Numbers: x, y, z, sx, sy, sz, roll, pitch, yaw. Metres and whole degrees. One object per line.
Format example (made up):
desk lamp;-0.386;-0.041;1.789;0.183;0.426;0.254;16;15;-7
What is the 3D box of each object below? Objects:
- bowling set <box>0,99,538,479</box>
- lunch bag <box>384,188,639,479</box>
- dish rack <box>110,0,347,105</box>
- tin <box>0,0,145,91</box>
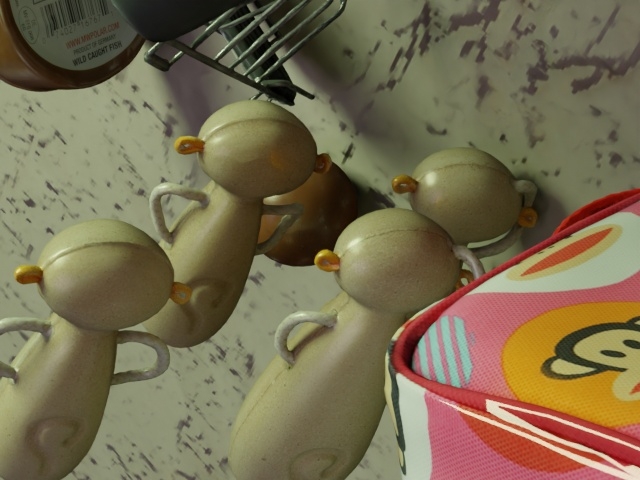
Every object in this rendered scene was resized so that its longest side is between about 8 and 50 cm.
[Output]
bowling set;0.000;0.000;0.741;0.200;0.287;0.154;-104;31;-43
lunch bag;0.162;0.039;0.481;0.258;0.293;0.120;20;123;46
dish rack;-0.064;-0.152;0.710;0.074;0.271;0.208;-33;81;8
tin;-0.132;-0.163;0.845;0.040;0.106;0.189;4;115;39
